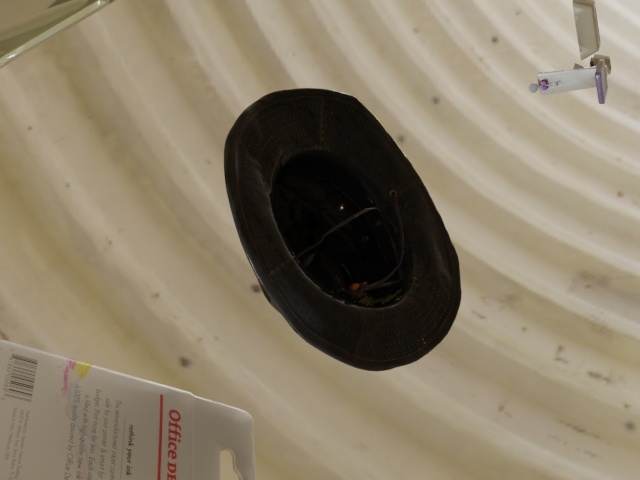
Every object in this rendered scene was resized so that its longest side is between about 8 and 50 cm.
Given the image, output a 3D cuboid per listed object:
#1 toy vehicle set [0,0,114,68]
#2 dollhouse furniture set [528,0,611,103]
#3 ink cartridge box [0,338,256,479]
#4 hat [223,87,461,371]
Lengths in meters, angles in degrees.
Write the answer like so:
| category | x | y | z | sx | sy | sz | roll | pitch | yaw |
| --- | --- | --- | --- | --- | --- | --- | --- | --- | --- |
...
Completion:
| category | x | y | z | sx | sy | sz | roll | pitch | yaw |
| --- | --- | --- | --- | --- | --- | --- | --- | --- | --- |
| toy vehicle set | -0.262 | -0.098 | 0.559 | 0.035 | 0.266 | 0.166 | 63 | -169 | -2 |
| dollhouse furniture set | 0.262 | -0.212 | 1.055 | 0.091 | 0.081 | 0.114 | -60 | -41 | -51 |
| ink cartridge box | -0.246 | 0.239 | 1.000 | 0.353 | 0.119 | 0.207 | 20 | -144 | -22 |
| hat | 0.000 | 0.000 | 1.094 | 0.331 | 0.134 | 0.331 | 18 | -121 | -32 |
